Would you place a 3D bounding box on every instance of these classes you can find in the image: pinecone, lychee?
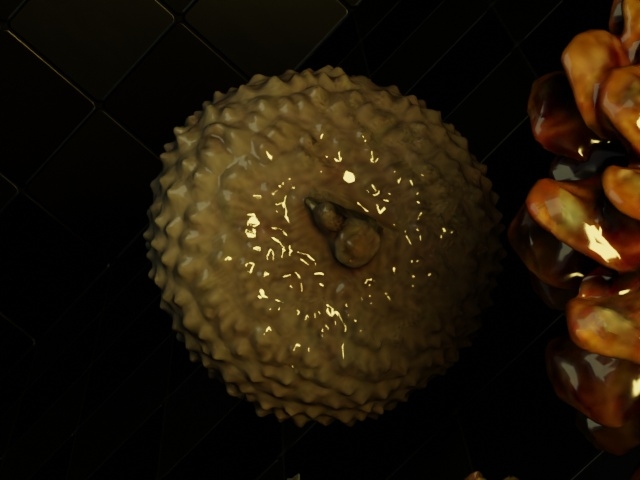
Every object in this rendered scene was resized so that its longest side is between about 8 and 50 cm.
[{"bbox_3d":[0.299,0.018,0.903,0.398,0.397,0.398,-44,17,17],"label":"pinecone"},{"bbox_3d":[0.000,0.000,1.654,0.380,0.380,0.432,-51,4,-5],"label":"lychee"}]

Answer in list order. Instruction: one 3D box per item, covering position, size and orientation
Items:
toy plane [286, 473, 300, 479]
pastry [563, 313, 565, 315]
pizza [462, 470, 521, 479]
[{"bbox_3d":[-0.073,0.332,1.673,0.197,0.053,0.078,-59,9,-17],"label":"toy plane"},{"bbox_3d":[0.274,0.000,1.280,0.188,0.188,0.103,-36,18,39],"label":"pastry"},{"bbox_3d":[0.006,0.313,1.250,0.406,0.130,0.440,-41,-2,-28],"label":"pizza"}]
